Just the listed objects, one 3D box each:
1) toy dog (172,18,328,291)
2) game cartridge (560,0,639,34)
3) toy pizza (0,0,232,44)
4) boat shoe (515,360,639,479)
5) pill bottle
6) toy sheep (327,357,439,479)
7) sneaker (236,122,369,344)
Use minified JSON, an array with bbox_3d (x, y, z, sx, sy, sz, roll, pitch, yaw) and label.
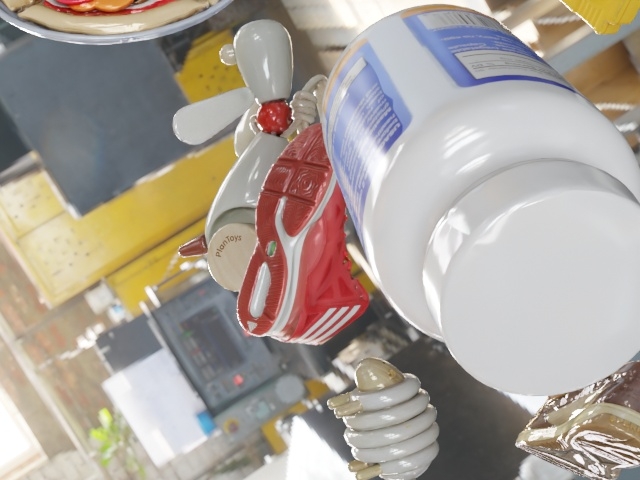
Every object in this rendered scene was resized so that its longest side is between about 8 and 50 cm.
[{"bbox_3d":[-0.106,-0.092,1.282,0.220,0.161,0.334,43,-129,-62],"label":"toy dog"},{"bbox_3d":[0.371,-0.484,1.415,0.324,0.052,0.285,60,144,39],"label":"game cartridge"},{"bbox_3d":[-0.145,-0.209,0.734,0.201,0.201,0.032,48,153,36],"label":"toy pizza"},{"bbox_3d":[0.346,0.221,1.298,0.123,0.123,0.342,24,162,5],"label":"boat shoe"},{"bbox_3d":[0.091,-0.032,0.588,0.272,0.152,0.152,-106,-8,-62],"label":"pill bottle"},{"bbox_3d":[0.060,0.164,0.885,0.091,0.091,0.132,-170,63,-73],"label":"toy sheep"},{"bbox_3d":[0.000,0.000,1.036,0.087,0.221,0.128,20,178,44],"label":"sneaker"}]
